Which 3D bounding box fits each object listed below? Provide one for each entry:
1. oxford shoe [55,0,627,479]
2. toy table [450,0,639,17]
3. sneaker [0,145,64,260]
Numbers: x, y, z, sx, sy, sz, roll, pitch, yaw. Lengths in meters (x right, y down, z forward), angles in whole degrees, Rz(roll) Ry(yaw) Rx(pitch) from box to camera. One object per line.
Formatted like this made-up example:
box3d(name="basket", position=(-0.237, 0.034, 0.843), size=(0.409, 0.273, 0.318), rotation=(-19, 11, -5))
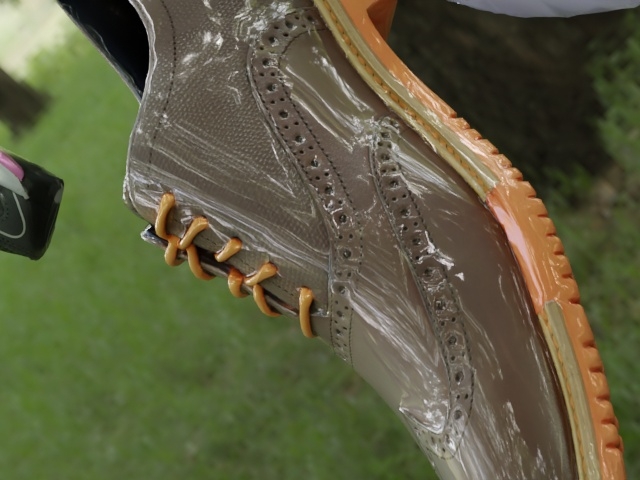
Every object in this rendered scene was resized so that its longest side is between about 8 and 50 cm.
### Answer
box3d(name="oxford shoe", position=(0.000, 0.000, 0.772), size=(0.132, 0.364, 0.130), rotation=(-20, -32, -15))
box3d(name="toy table", position=(0.002, -0.165, 0.357), size=(0.252, 0.161, 0.274), rotation=(-54, 29, 8))
box3d(name="sneaker", position=(-0.163, -0.006, 0.617), size=(0.072, 0.178, 0.077), rotation=(25, -105, -66))
